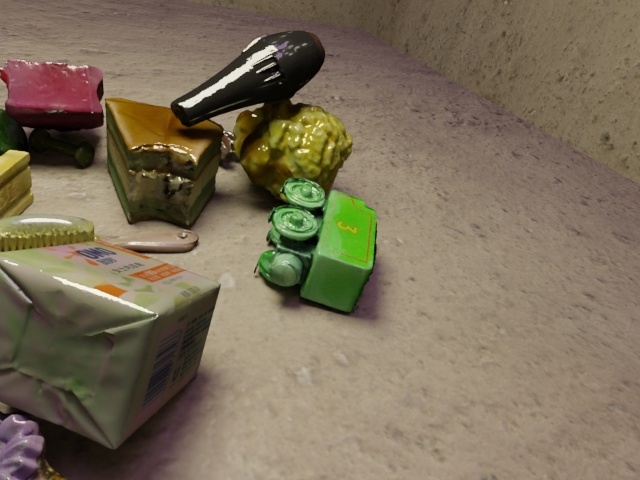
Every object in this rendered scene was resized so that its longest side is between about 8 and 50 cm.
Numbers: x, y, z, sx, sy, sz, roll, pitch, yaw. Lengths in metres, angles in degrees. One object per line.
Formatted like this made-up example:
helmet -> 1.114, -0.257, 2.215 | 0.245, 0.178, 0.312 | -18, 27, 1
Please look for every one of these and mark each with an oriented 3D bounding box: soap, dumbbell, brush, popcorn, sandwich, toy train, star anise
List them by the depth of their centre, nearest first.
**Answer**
soap -> -0.232, 0.092, 0.537 | 0.182, 0.138, 0.199 | 18, 6, 5
soap -> -0.495, -0.041, 0.721 | 0.037, 0.092, 0.252 | 10, 32, -5
brush -> -0.339, -0.009, 0.773 | 0.312, 0.067, 0.072 | -2, 35, -30
toy train -> 0.000, 0.000, 0.850 | 0.188, 0.132, 0.243 | 18, 34, -5
sandwich -> -0.313, -0.141, 0.897 | 0.227, 0.155, 0.198 | 15, 32, -2
soap -> -0.501, -0.274, 0.970 | 0.162, 0.099, 0.250 | -8, 8, -20
dumbbell -> -0.503, -0.182, 0.974 | 0.118, 0.052, 0.046 | 18, 73, 3
popcorn -> -0.071, -0.187, 1.016 | 0.251, 0.206, 0.237 | 25, 19, 2
star anise -> -0.277, -0.232, 1.133 | 0.196, 0.073, 0.212 | -9, 37, -40

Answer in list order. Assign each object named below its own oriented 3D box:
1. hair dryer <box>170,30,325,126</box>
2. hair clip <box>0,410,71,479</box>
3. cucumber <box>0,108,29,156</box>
hair dryer -> -0.180, -0.302, 0.991 | 0.303, 0.120, 0.359 | -36, 25, -19
hair clip -> -0.336, 0.196, 0.443 | 0.292, 0.084, 0.106 | 12, 56, 1
cucumber -> -0.601, -0.174, 0.879 | 0.145, 0.105, 0.325 | 5, 31, -16
